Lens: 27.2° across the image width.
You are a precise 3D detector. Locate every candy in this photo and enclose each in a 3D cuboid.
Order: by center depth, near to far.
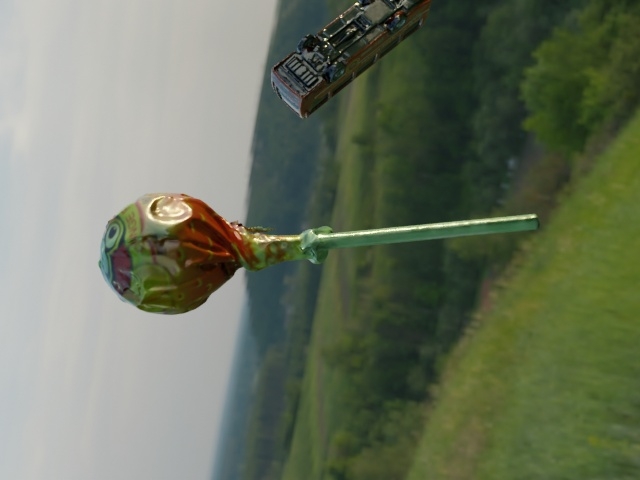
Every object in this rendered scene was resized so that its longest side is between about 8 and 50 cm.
[{"bbox_3d":[0.000,0.000,0.598,0.060,0.201,0.060,175,90,-86],"label":"candy"}]

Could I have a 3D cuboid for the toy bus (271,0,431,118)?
[{"bbox_3d":[0.019,-0.117,0.793,0.110,0.031,0.043,-39,-15,-18],"label":"toy bus"}]
